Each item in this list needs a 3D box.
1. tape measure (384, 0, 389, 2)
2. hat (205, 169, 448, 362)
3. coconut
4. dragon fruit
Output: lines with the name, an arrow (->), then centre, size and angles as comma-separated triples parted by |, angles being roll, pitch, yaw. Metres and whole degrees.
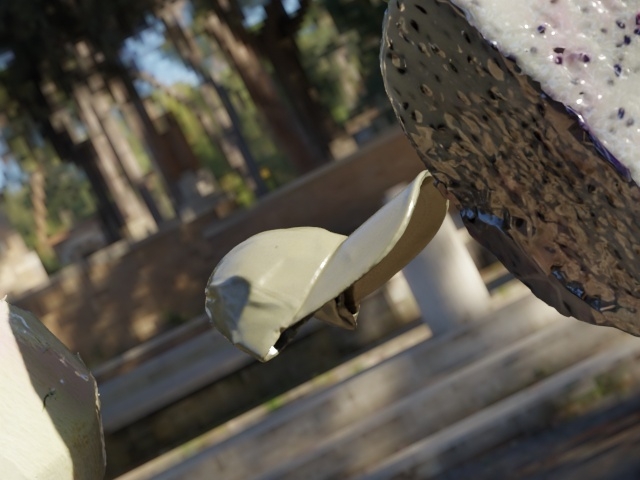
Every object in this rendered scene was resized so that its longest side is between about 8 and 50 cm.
tape measure -> 0.054, -0.227, 1.228 | 0.177, 0.154, 0.087 | 30, 32, 33
hat -> 0.000, 0.000, 1.400 | 0.173, 0.144, 0.166 | -66, -17, 14
coconut -> -0.289, 0.140, 1.415 | 0.227, 0.230, 0.227 | -40, 13, 11
dragon fruit -> 0.192, -0.096, 1.132 | 0.221, 0.283, 0.204 | -45, -3, -16
